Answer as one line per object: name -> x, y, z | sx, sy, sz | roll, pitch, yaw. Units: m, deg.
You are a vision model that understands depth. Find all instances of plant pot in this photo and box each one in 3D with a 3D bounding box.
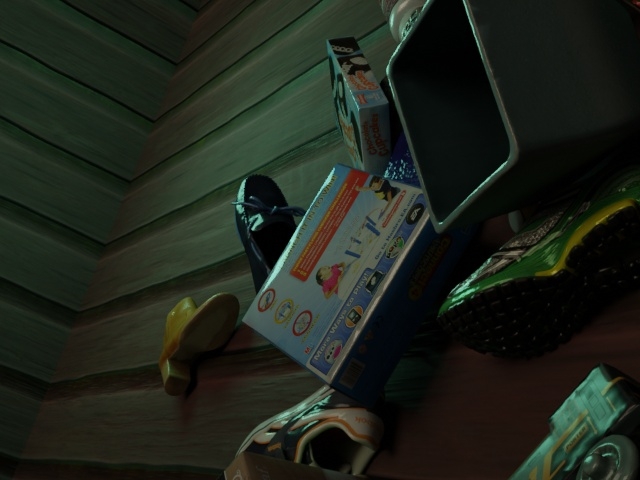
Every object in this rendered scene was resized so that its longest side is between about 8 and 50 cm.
plant pot -> 0.262, -0.178, 1.160 | 0.248, 0.252, 0.247 | 126, 132, -66

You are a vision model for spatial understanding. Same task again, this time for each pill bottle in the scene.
pill bottle -> 0.184, -0.432, 1.787 | 0.121, 0.121, 0.221 | -49, 28, 26

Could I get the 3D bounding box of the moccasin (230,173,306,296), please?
moccasin -> -0.075, -0.004, 1.780 | 0.117, 0.137, 0.342 | 109, 148, -48

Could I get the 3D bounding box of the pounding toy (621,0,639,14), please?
pounding toy -> 0.414, -0.288, 1.171 | 0.155, 0.154, 0.269 | -55, 26, 16

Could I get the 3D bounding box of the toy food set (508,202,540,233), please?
toy food set -> 0.219, -0.104, 1.325 | 0.111, 0.104, 0.232 | 88, 163, -52

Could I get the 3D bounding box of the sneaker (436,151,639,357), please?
sneaker -> 0.288, 0.026, 1.162 | 0.343, 0.134, 0.146 | -36, 28, 28

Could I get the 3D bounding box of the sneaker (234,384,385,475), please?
sneaker -> -0.029, 0.330, 1.434 | 0.321, 0.126, 0.127 | -44, 25, 31

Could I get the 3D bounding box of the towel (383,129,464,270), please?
towel -> 0.187, -0.085, 1.510 | 0.227, 0.076, 0.308 | -4, 61, 53

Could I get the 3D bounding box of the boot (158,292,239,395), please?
boot -> -0.280, 0.179, 2.087 | 0.295, 0.104, 0.211 | -56, 26, 22

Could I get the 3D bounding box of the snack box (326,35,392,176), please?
snack box -> 0.073, -0.234, 1.753 | 0.322, 0.060, 0.187 | -107, 7, -56

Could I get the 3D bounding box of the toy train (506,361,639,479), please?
toy train -> 0.255, 0.282, 0.950 | 0.334, 0.142, 0.190 | -56, 14, 18

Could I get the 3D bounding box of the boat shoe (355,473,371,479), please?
boat shoe -> 0.037, 0.403, 1.327 | 0.153, 0.056, 0.048 | -62, 34, 5

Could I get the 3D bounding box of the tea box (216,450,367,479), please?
tea box -> -0.063, 0.501, 1.168 | 0.323, 0.220, 0.329 | -51, 38, 25

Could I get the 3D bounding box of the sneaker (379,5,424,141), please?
sneaker -> 0.188, -0.276, 1.648 | 0.297, 0.129, 0.111 | 118, 143, -52

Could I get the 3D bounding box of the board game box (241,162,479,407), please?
board game box -> 0.048, 0.053, 1.422 | 0.308, 0.086, 0.302 | -59, 30, -3
